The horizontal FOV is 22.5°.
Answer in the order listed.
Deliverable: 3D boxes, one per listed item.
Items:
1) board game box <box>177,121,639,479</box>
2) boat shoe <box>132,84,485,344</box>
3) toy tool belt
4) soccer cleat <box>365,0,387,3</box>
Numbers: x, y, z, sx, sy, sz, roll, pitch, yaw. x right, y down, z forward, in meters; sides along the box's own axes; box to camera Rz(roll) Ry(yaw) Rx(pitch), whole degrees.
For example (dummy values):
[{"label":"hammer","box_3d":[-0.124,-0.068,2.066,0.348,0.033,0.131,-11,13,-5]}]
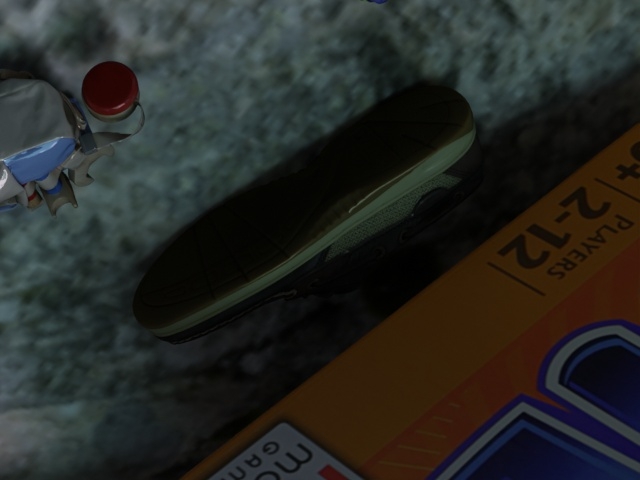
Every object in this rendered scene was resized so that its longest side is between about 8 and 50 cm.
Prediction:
[{"label":"board game box","box_3d":[0.207,0.198,0.605,0.356,0.356,0.356,-36,137,-26]},{"label":"boat shoe","box_3d":[0.000,0.000,0.625,0.152,0.056,0.049,-31,128,2]},{"label":"toy tool belt","box_3d":[-0.100,-0.034,0.564,0.083,0.052,0.051,-22,164,-3]},{"label":"soccer cleat","box_3d":[0.099,-0.174,0.484,0.289,0.121,0.093,-37,132,7]}]
